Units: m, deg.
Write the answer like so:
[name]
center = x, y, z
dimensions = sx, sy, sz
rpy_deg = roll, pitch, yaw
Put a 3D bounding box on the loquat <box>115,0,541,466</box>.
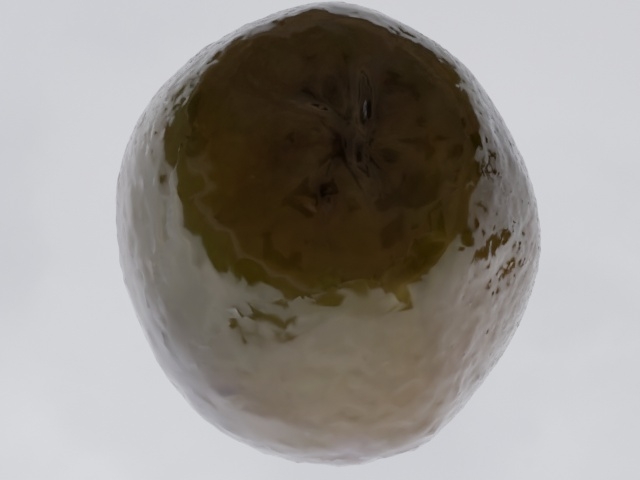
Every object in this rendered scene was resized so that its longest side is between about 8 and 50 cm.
[loquat]
center = 0.000, 0.000, 0.796
dimensions = 0.276, 0.284, 0.276
rpy_deg = 0, -115, -1
